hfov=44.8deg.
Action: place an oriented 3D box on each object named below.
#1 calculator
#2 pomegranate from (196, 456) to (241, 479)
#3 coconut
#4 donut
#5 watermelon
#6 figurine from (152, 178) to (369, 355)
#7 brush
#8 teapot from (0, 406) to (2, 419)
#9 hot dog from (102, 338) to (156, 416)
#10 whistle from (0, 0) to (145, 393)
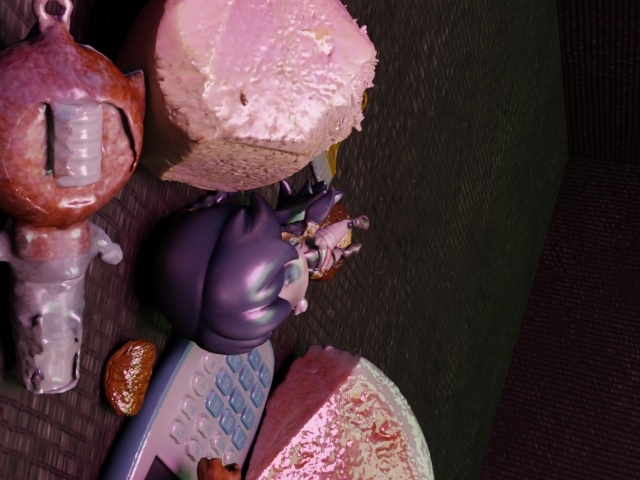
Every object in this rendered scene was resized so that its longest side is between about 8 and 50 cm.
[{"bbox_3d":[-0.153,0.241,0.965,0.386,0.054,0.256,-64,150,-31],"label":"calculator"},{"bbox_3d":[-0.095,0.357,0.805,0.252,0.229,0.270,24,39,-33],"label":"pomegranate"},{"bbox_3d":[-0.080,-0.155,0.757,0.233,0.245,0.233,1,87,-24],"label":"coconut"},{"bbox_3d":[0.000,0.000,1.177,0.140,0.059,0.140,-27,121,-59],"label":"donut"},{"bbox_3d":[0.037,0.313,1.126,0.292,0.250,0.283,-59,144,-67],"label":"watermelon"},{"bbox_3d":[-0.070,0.019,0.881,0.265,0.197,0.175,-41,130,-64],"label":"figurine"},{"bbox_3d":[0.034,-0.169,1.229,0.205,0.011,0.083,-61,148,-35],"label":"brush"},{"bbox_3d":[-0.292,0.131,0.621,0.100,0.068,0.045,-108,-168,-64],"label":"teapot"},{"bbox_3d":[-0.205,0.146,0.838,0.058,0.035,0.083,24,78,-64],"label":"hot dog"},{"bbox_3d":[-0.222,-0.029,0.637,0.142,0.133,0.346,-26,132,-53],"label":"whistle"}]
